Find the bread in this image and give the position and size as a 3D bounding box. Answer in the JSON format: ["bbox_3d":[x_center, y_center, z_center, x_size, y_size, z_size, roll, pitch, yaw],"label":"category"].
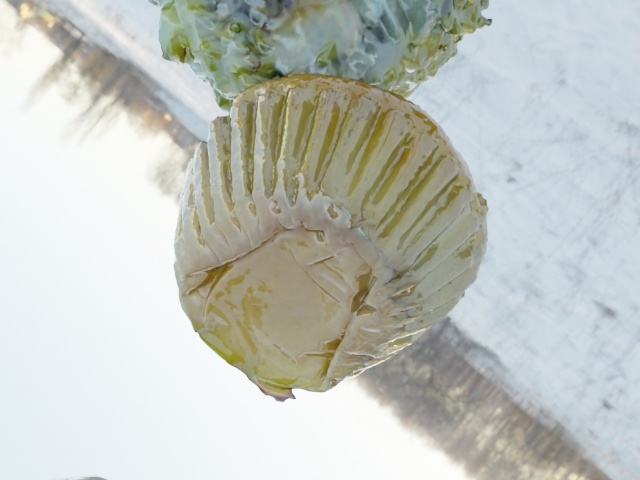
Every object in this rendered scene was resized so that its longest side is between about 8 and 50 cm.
[{"bbox_3d":[0.000,0.000,0.753,0.274,0.274,0.149,40,-145,-12],"label":"bread"}]

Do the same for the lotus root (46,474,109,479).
[{"bbox_3d":[-0.210,0.243,0.751,0.080,0.179,0.089,-6,-98,-45],"label":"lotus root"}]

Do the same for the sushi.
[{"bbox_3d":[-0.021,-0.309,0.929,0.240,0.351,0.397,-18,-90,-88],"label":"sushi"}]
